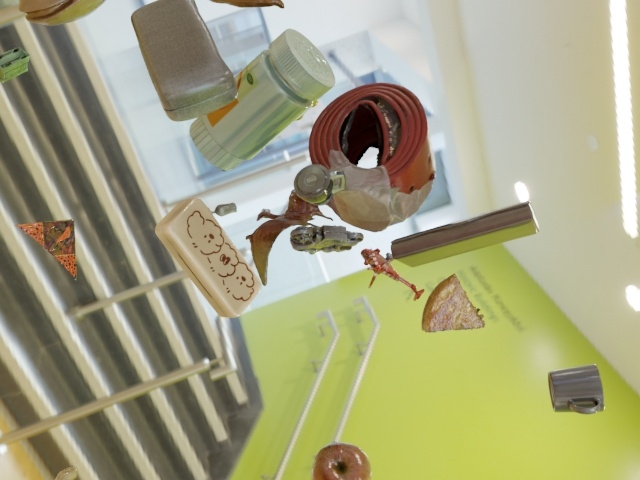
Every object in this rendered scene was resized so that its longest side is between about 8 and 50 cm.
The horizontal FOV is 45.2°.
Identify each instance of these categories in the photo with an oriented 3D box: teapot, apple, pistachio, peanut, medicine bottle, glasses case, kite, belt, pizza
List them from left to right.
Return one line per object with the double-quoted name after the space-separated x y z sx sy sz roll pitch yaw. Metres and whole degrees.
-0.689 -0.012 2.036 0.008 0.125 0.222 -5 -44 43 "kite"
-0.546 0.511 1.634 0.083 0.037 0.037 -55 135 -47 "peanut"
-0.554 -0.573 1.712 0.163 0.213 0.260 54 37 -42 "pistachio"
-0.249 -0.333 1.369 0.074 0.131 0.323 72 -7 -47 "glasses case"
-0.299 0.050 2.094 0.076 0.144 0.336 -4 -51 45 "glasses case"
-0.133 -0.296 1.668 0.158 0.318 0.158 39 29 -26 "medicine bottle"
0.003 -0.092 1.296 0.057 0.088 0.066 56 20 -59 "teapot"
0.044 0.478 1.578 0.102 0.126 0.126 80 -10 -56 "apple"
0.096 -0.155 1.431 0.323 0.227 0.115 -85 160 -43 "belt"
0.407 0.221 2.347 0.193 0.201 0.053 35 6 -5 "pizza"
0.192 -0.008 1.028 0.072 0.191 0.042 14 61 -66 "glasses case"

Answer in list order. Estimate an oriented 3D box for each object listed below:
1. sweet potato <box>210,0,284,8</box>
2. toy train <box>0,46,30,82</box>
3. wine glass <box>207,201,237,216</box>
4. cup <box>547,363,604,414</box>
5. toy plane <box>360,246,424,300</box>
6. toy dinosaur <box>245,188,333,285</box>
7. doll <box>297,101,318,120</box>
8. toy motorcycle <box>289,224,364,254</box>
-0.180 -0.537 1.691 0.050 0.214 0.050 -50 150 -43 "sweet potato"
-0.707 -0.400 1.753 0.038 0.093 0.056 36 -44 7 "toy train"
-0.279 -0.084 2.191 0.042 0.083 0.038 -135 -142 -53 "wine glass"
0.419 0.251 1.259 0.100 0.077 0.078 -76 157 -67 "cup"
0.192 0.077 2.043 0.077 0.194 0.126 -86 -167 -63 "toy plane"
-0.064 -0.022 1.867 0.327 0.207 0.112 -82 161 -59 "toy dinosaur"
-0.088 -0.357 1.923 0.135 0.221 0.143 53 14 -29 "doll"
0.000 0.000 1.758 0.124 0.194 0.061 -28 -117 52 "toy motorcycle"
